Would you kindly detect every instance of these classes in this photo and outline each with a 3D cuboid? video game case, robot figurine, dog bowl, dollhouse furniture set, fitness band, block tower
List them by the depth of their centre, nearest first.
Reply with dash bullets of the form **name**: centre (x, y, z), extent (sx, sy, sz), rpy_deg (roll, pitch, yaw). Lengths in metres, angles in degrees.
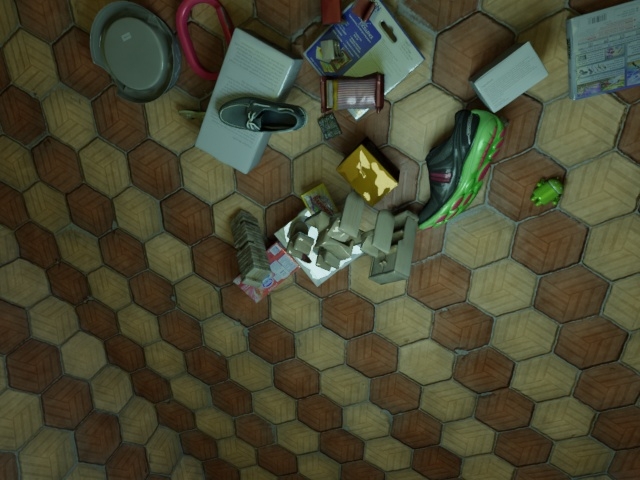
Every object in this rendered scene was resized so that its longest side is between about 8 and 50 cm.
- **video game case**: centre (0.914, -0.590, 1.233), extent (0.269, 0.061, 0.244), rpy_deg (-9, 110, 17)
- **dollhouse furniture set**: centre (0.100, -0.608, 1.296), extent (0.201, 0.152, 0.374), rpy_deg (2, 114, 14)
- **robot figurine**: centre (0.813, -0.174, 1.440), extent (0.115, 0.067, 0.101), rpy_deg (-41, 87, 25)
- **dollhouse furniture set**: centre (0.143, -0.035, 1.459), extent (0.394, 0.256, 0.362), rpy_deg (26, 154, -24)
- **fitness band**: centre (-0.417, -0.748, 1.489), extent (0.209, 0.054, 0.291), rpy_deg (-9, 110, 20)
- **dog bowl**: centre (-0.695, -0.712, 1.541), extent (0.348, 0.102, 0.349), rpy_deg (5, 114, 11)
- **block tower**: centre (-0.293, 0.029, 1.670), extent (0.091, 0.335, 0.097), rpy_deg (23, 126, -42)

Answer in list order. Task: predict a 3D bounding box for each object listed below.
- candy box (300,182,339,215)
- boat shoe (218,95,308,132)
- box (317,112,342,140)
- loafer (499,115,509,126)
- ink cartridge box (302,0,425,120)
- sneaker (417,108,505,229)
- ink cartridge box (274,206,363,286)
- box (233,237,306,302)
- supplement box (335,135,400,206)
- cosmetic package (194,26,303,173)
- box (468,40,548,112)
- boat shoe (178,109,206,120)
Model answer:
- **candy box**: centre (0.013, -0.116, 1.601), extent (0.105, 0.027, 0.206), rpy_deg (-30, 102, 0)
- **boat shoe**: centre (-0.207, -0.426, 1.375), extent (0.319, 0.099, 0.116), rpy_deg (7, 117, 7)
- **box**: centre (0.036, -0.433, 1.536), extent (0.067, 0.018, 0.083), rpy_deg (-22, 107, 21)
- **loafer**: centre (0.596, -0.387, 1.415), extent (0.125, 0.045, 0.039), rpy_deg (-35, 86, 19)
- **ink cartridge box**: centre (0.148, -0.636, 1.395), extent (0.307, 0.072, 0.303), rpy_deg (-37, 100, 23)
- **sneaker**: centre (0.473, -0.245, 1.455), extent (0.202, 0.185, 0.483), rpy_deg (46, 132, 32)
- **ink cartridge box**: centre (0.000, 0.000, 1.672), extent (0.261, 0.066, 0.296), rpy_deg (-37, 101, 6)
- **box**: centre (-0.219, 0.117, 1.774), extent (0.154, 0.142, 0.300), rpy_deg (45, 116, -9)
- **supplement box**: centre (0.181, -0.258, 1.482), extent (0.191, 0.194, 0.129), rpy_deg (45, 115, -8)
- **cosmetic package**: centre (-0.268, -0.508, 1.495), extent (0.230, 0.161, 0.453), rpy_deg (29, 117, -3)
- **box**: centre (0.586, -0.518, 1.276), extent (0.182, 0.181, 0.119), rpy_deg (-35, 102, 24)
- **boat shoe**: centre (-0.498, -0.498, 1.616), extent (0.153, 0.056, 0.048), rpy_deg (6, 110, 3)
